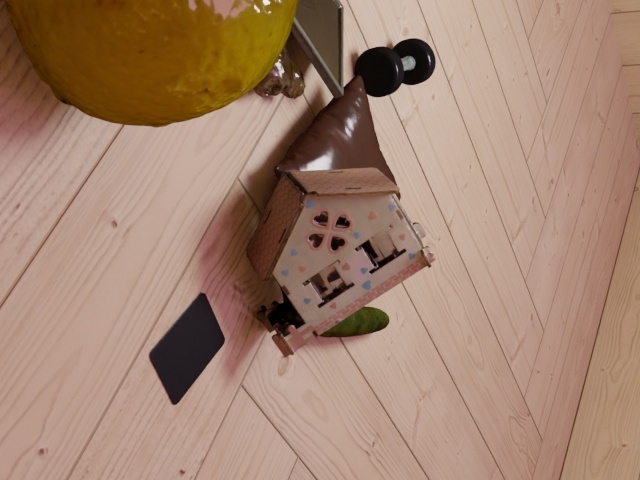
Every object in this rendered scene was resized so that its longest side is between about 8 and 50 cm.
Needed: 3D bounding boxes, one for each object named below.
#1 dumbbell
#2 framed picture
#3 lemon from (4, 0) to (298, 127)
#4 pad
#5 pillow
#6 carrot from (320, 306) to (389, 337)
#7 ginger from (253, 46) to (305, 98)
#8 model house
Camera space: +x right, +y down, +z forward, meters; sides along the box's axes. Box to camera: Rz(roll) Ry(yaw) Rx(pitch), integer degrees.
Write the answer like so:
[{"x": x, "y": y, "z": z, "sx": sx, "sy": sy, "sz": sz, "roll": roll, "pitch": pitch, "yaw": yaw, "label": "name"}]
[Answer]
[{"x": 0.156, "y": -0.357, "z": 1.962, "sx": 0.191, "sy": 0.100, "sz": 0.100, "roll": -29, "pitch": 117, "yaw": -53, "label": "dumbbell"}, {"x": -0.032, "y": -0.433, "z": 1.660, "sx": 0.324, "sy": 0.020, "sz": 0.240, "roll": 49, "pitch": 34, "yaw": -48, "label": "framed picture"}, {"x": -0.189, "y": -0.310, "z": 1.155, "sx": 0.350, "sy": 0.387, "sz": 0.349, "roll": -18, "pitch": 90, "yaw": -72, "label": "lemon"}, {"x": -0.207, "y": 0.168, "z": 1.507, "sx": 0.157, "sy": 0.003, "sz": 0.112, "roll": -52, "pitch": 135, "yaw": -43, "label": "pad"}, {"x": 0.040, "y": -0.105, "z": 1.783, "sx": 0.305, "sy": 0.108, "sz": 0.307, "roll": -55, "pitch": 136, "yaw": -36, "label": "pillow"}, {"x": 0.051, "y": 0.154, "z": 1.869, "sx": 0.358, "sy": 0.074, "sz": 0.074, "roll": 14, "pitch": 81, "yaw": -61, "label": "carrot"}, {"x": -0.109, "y": -0.357, "z": 1.559, "sx": 0.166, "sy": 0.080, "sz": 0.333, "roll": -75, "pitch": 146, "yaw": -50, "label": "ginger"}, {"x": 0.000, "y": 0.000, "z": 1.606, "sx": 0.326, "sy": 0.169, "sz": 0.244, "roll": -33, "pitch": 118, "yaw": 0, "label": "model house"}]
